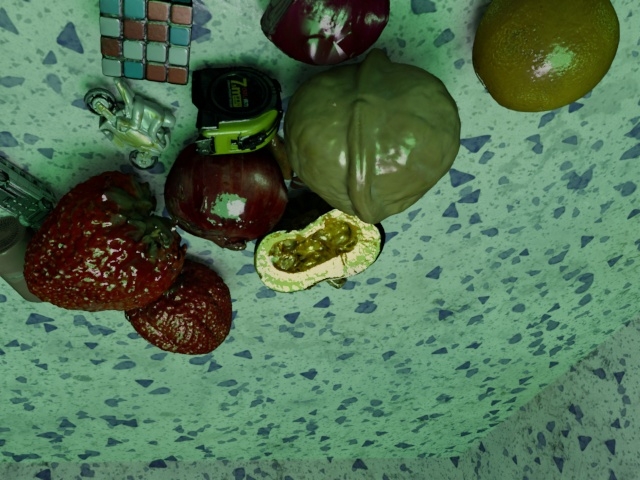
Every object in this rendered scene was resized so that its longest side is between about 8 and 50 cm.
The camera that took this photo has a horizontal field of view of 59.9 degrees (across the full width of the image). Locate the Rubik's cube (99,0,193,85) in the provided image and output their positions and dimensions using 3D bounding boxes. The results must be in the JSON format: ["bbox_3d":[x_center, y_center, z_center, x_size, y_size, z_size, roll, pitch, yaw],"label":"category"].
[{"bbox_3d":[-0.306,-0.387,0.985,0.151,0.154,0.155,2,136,-15],"label":"Rubik's cube"}]

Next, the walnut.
[{"bbox_3d":[0.105,-0.211,1.146,0.381,0.381,0.381,-7,138,-7],"label":"walnut"}]

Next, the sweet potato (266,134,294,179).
[{"bbox_3d":[-0.099,-0.207,1.307,0.056,0.056,0.195,-19,147,6],"label":"sweet potato"}]

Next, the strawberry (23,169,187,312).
[{"bbox_3d":[-0.492,0.035,1.238,0.351,0.267,0.312,-30,108,5],"label":"strawberry"}]

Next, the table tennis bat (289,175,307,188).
[{"bbox_3d":[-0.033,-0.140,1.354,0.098,0.019,0.155,12,175,-28],"label":"table tennis bat"}]

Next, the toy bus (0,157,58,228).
[{"bbox_3d":[-0.679,-0.108,1.239,0.087,0.089,0.194,-32,136,16],"label":"toy bus"}]

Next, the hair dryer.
[{"bbox_3d":[-0.624,0.019,1.385,0.353,0.125,0.210,-18,139,-5],"label":"hair dryer"}]

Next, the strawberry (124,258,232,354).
[{"bbox_3d":[-0.379,0.200,1.536,0.250,0.238,0.288,-24,114,26],"label":"strawberry"}]

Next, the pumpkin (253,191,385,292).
[{"bbox_3d":[0.000,0.000,1.416,0.325,0.232,0.242,-16,111,6],"label":"pumpkin"}]

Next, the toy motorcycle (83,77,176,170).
[{"bbox_3d":[-0.386,-0.247,1.179,0.151,0.074,0.228,-21,136,5],"label":"toy motorcycle"}]

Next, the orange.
[{"bbox_3d":[0.439,-0.389,1.102,0.274,0.274,0.274,-7,138,-7],"label":"orange"}]

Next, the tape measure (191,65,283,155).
[{"bbox_3d":[-0.168,-0.260,1.134,0.186,0.199,0.112,-6,156,-8],"label":"tape measure"}]

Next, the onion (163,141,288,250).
[{"bbox_3d":[-0.211,-0.101,1.252,0.276,0.276,0.276,-7,138,-7],"label":"onion"}]

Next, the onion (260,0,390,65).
[{"bbox_3d":[0.025,-0.416,1.001,0.207,0.206,0.216,12,133,-26],"label":"onion"}]
